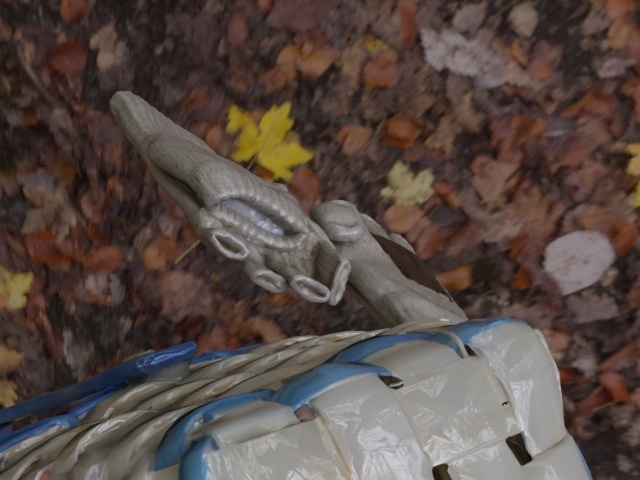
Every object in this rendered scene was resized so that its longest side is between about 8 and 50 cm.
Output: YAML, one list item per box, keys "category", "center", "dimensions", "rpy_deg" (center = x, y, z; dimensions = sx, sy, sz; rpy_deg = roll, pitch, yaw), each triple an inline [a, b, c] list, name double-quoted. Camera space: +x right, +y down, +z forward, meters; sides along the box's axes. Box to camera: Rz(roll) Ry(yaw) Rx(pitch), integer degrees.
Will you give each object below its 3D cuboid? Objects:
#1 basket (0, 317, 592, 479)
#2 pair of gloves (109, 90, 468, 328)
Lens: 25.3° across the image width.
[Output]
- category: "basket"
  center: [-0.030, 0.150, 0.483]
  dimensions: [0.201, 0.289, 0.254]
  rpy_deg: [-18, 80, -35]
- category: "pair of gloves"
  center: [0.000, 0.000, 0.791]
  dimensions: [0.240, 0.204, 0.042]
  rpy_deg: [31, 100, -29]
